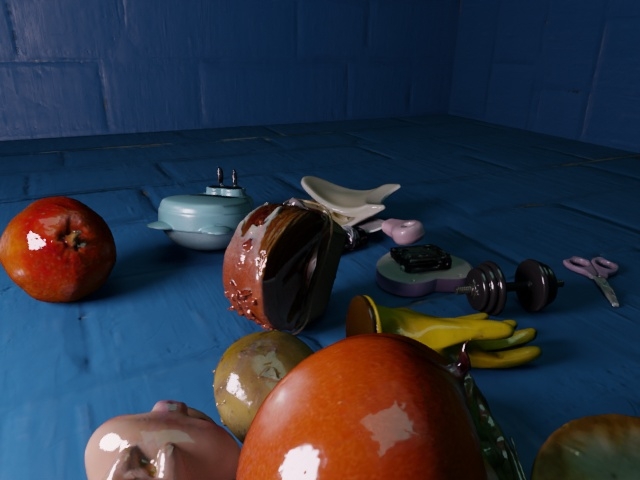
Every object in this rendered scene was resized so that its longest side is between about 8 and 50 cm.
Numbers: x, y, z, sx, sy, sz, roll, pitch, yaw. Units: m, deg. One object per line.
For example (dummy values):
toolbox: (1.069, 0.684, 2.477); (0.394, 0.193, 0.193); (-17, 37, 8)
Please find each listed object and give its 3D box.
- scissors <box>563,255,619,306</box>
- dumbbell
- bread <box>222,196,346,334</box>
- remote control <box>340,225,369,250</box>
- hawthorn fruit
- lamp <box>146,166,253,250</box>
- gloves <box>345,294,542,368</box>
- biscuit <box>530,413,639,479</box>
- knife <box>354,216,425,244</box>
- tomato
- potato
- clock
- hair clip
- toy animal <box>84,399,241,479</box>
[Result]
scissors: (0.574, 0.079, 1.022); (0.110, 0.021, 0.212); (4, 21, 12)
dumbbell: (0.340, 0.083, 0.895); (0.208, 0.099, 0.099); (-3, 22, -9)
bread: (-0.052, 0.043, 0.809); (0.142, 0.224, 0.212); (17, 4, 32)
remote control: (0.000, 0.000, 1.123); (0.265, 0.066, 0.090); (-15, 31, -33)
hawthorn fruit: (-0.448, 0.011, 0.875); (0.196, 0.197, 0.225); (-16, -1, -37)
lamp: (-0.252, -0.061, 1.152); (0.209, 0.147, 0.284); (7, 31, 9)
gloves: (0.195, 0.141, 0.763); (0.294, 0.116, 0.133); (2, 28, -15)
biscuit: (0.385, 0.269, 0.519); (0.309, 0.040, 0.204); (11, 25, 22)
knife: (0.143, -0.031, 1.214); (0.081, 0.043, 0.336); (-24, 14, -15)
tomato: (0.054, 0.200, 0.395); (0.224, 0.256, 0.256); (-29, 21, 8)
potato: (-0.058, 0.182, 0.603); (0.137, 0.137, 0.176); (-19, 32, -41)
clock: (0.204, 0.047, 1.026); (0.198, 0.064, 0.172); (-4, 24, -15)
hair clip: (0.052, -0.095, 1.319); (0.282, 0.113, 0.172); (12, 29, 18)
toy animal: (-0.144, 0.243, 0.427); (0.165, 0.149, 0.248); (15, 15, -1)
